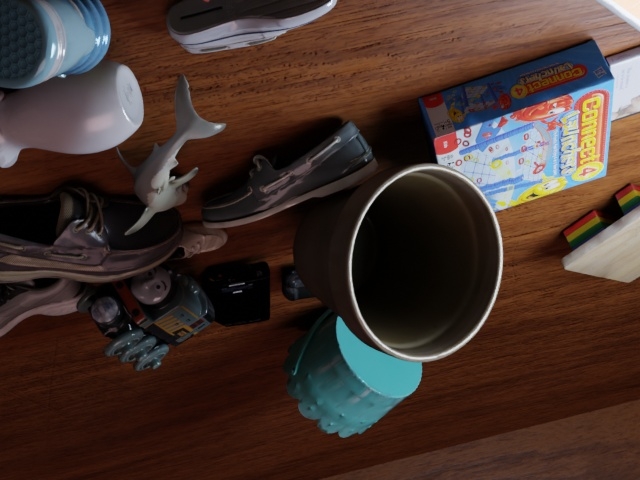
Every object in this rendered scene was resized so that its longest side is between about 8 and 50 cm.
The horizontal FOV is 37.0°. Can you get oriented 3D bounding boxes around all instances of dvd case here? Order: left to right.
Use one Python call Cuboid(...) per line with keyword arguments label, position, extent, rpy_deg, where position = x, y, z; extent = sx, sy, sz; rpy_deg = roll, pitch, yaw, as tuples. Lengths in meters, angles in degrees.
Cuboid(label="dvd case", position=(0.608, -0.293, 1.647), extent=(0.252, 0.022, 0.180), rpy_deg=(-19, 150, 4))

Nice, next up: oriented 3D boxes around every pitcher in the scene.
Cuboid(label="pitcher", position=(-0.356, -0.190, 1.266), extent=(0.207, 0.126, 0.178), rpy_deg=(-10, 137, 11))

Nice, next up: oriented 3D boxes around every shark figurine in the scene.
Cuboid(label="shark figurine", position=(-0.258, -0.120, 1.449), extent=(0.166, 0.116, 0.278), rpy_deg=(-40, 171, -29))

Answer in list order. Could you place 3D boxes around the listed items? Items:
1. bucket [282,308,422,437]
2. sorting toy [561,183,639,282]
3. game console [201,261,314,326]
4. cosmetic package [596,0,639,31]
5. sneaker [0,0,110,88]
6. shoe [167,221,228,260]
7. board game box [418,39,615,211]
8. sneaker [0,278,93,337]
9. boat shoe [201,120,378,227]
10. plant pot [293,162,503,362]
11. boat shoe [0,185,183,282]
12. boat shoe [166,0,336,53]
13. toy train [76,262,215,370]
Cuboid(label="bucket", position=(0.077, 0.277, 2.120), extent=(0.281, 0.281, 0.183), rpy_deg=(11, 140, -39))
Cuboid(label="sorting toy", position=(0.684, -0.023, 2.078), extent=(0.255, 0.089, 0.257), rpy_deg=(11, 141, -39))
Cuboid(label="game console", position=(-0.059, 0.097, 1.948), extent=(0.361, 0.044, 0.213), rpy_deg=(-8, 153, -8))
Cuboid(label="cosmetic package", position=(0.543, -0.383, 1.320), extent=(0.453, 0.162, 0.230), rpy_deg=(14, 139, -43))
Cuboid(label="sneaker", position=(-0.391, -0.249, 1.107), extent=(0.208, 0.318, 0.127), rpy_deg=(-35, 139, -65))
Cuboid(label="shoe", position=(-0.270, 0.015, 1.703), extent=(0.218, 0.058, 0.077), rpy_deg=(-6, 149, -16))
Cuboid(label="board game box", position=(0.341, -0.174, 1.654), extent=(0.301, 0.086, 0.308), rpy_deg=(-18, 151, 5))
Cuboid(label="sneaker", position=(-0.546, 0.097, 1.687), extent=(0.271, 0.100, 0.108), rpy_deg=(-20, 142, -5))
Cuboid(label="boat shoe", position=(-0.066, -0.109, 1.590), extent=(0.319, 0.116, 0.099), rpy_deg=(-18, 108, 17))
Cuboid(label="plant pot", position=(0.100, 0.026, 1.645), extent=(0.323, 0.323, 0.280), rpy_deg=(6, -179, -34))
Cuboid(label="boat shoe", position=(-0.393, -0.012, 1.526), extent=(0.355, 0.132, 0.130), rpy_deg=(-8, 150, -16))
Cuboid(label="boat shoe", position=(-0.086, -0.299, 1.255), extent=(0.226, 0.083, 0.076), rpy_deg=(-7, 163, 8))
Cuboid(label="toy train", position=(-0.309, 0.128, 1.741), extent=(0.190, 0.142, 0.334), rpy_deg=(-34, 164, -4))
